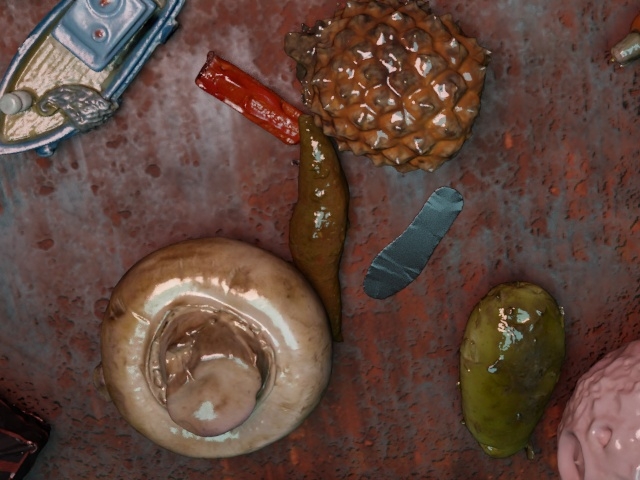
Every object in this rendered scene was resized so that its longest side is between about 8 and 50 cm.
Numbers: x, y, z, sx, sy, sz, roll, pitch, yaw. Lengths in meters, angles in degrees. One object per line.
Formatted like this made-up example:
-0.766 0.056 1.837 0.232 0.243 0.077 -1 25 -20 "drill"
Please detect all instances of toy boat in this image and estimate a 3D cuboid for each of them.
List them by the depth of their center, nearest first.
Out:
-0.235 -0.169 0.793 0.109 0.098 0.238 42 103 -10 "toy boat"

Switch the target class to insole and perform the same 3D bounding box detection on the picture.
0.101 0.005 0.907 0.053 0.002 0.153 32 105 -11 "insole"

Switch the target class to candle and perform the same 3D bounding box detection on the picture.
-0.055 -0.127 0.834 0.162 0.053 0.048 33 74 -17 "candle"

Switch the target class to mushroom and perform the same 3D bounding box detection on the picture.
-0.112 0.118 0.849 0.255 0.184 0.255 -3 117 -5 "mushroom"

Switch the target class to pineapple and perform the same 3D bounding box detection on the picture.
0.056 -0.154 0.776 0.193 0.166 0.166 20 107 -8 "pineapple"

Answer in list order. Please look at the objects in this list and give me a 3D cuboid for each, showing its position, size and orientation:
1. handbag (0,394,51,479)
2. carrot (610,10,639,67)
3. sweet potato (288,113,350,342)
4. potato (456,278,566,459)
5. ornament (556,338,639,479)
-0.417 0.219 0.888 0.215 0.155 0.169 37 90 -11 "handbag"
0.431 -0.256 0.804 0.336 0.069 0.069 -28 107 1 "carrot"
0.000 0.000 0.871 0.067 0.067 0.274 -4 119 0 "sweet potato"
0.207 0.147 0.911 0.117 0.090 0.225 -3 115 -7 "potato"
0.365 0.226 0.852 0.225 0.259 0.259 1 108 -6 "ornament"
